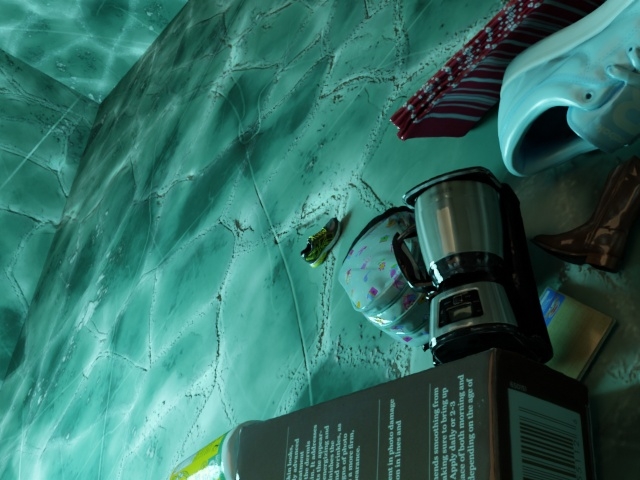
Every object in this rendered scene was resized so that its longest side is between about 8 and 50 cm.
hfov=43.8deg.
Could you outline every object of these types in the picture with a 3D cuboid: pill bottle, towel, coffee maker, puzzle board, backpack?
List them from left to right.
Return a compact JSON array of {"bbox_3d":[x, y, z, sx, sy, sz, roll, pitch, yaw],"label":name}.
[{"bbox_3d":[-0.131,0.327,1.043,0.208,0.118,0.117,-38,36,35],"label":"pill bottle"},{"bbox_3d":[0.093,0.046,0.923,0.152,0.115,0.182,-58,22,14],"label":"backpack"},{"bbox_3d":[0.166,0.040,0.784,0.120,0.171,0.178,-37,47,45],"label":"coffee maker"},{"bbox_3d":[0.218,-0.213,0.917,0.275,0.199,0.031,-43,73,30],"label":"towel"},{"bbox_3d":[0.220,0.115,0.771,0.128,0.011,0.096,-59,27,3],"label":"puzzle board"}]

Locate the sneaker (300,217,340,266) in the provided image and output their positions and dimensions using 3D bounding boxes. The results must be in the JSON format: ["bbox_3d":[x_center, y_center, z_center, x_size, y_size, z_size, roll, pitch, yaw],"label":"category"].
[{"bbox_3d":[0.000,0.000,1.206,0.083,0.035,0.031,-61,29,0],"label":"sneaker"}]

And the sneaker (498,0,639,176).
[{"bbox_3d":[0.310,-0.156,0.753,0.366,0.135,0.150,-35,38,58],"label":"sneaker"}]

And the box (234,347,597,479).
[{"bbox_3d":[0.067,0.251,0.756,0.381,0.143,0.191,-27,49,44],"label":"box"}]

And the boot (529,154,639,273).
[{"bbox_3d":[0.272,-0.032,0.787,0.106,0.037,0.114,20,86,48],"label":"boot"}]
